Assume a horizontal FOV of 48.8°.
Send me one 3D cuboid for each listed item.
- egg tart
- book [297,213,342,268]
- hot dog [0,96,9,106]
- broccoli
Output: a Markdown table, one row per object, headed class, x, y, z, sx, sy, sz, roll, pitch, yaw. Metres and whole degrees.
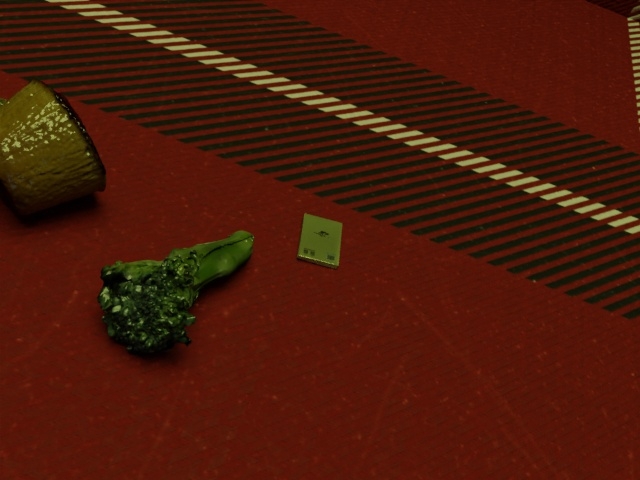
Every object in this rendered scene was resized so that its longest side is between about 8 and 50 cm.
| class | x | y | z | sx | sy | sz | roll | pitch | yaw |
| --- | --- | --- | --- | --- | --- | --- | --- | --- | --- |
| egg tart | -0.461 | -0.142 | 1.159 | 0.171 | 0.215 | 0.215 | -39 | 70 | -25 |
| book | 0.000 | 0.000 | 1.318 | 0.077 | 0.014 | 0.111 | 15 | 47 | -9 |
| hot dog | -0.604 | -0.229 | 1.268 | 0.235 | 0.062 | 0.092 | 18 | 49 | -3 |
| broccoli | -0.205 | 0.061 | 1.124 | 0.165 | 0.146 | 0.304 | 0 | 23 | 33 |
